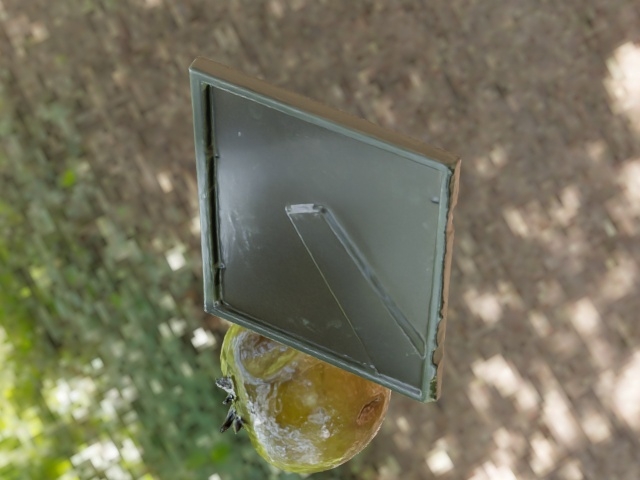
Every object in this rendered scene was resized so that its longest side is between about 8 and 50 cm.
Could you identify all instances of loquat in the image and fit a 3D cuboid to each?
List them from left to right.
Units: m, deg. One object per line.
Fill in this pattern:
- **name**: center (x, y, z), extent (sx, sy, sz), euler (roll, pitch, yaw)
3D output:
- **loquat**: center (-0.021, 0.156, 2.128), extent (0.213, 0.213, 0.213), euler (51, 158, 29)

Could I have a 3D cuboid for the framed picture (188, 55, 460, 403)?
- **framed picture**: center (0.000, 0.000, 1.414), extent (0.213, 0.016, 0.289), euler (22, 144, 17)
